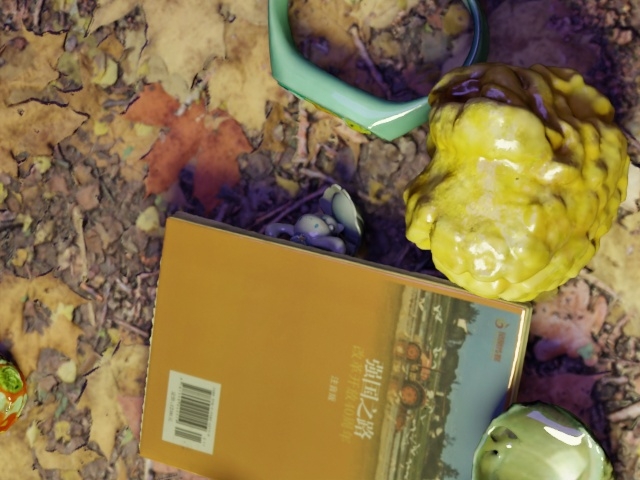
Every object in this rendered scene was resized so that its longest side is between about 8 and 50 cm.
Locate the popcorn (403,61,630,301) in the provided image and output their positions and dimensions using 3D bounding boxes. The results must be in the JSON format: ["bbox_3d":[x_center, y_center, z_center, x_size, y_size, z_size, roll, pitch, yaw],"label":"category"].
[{"bbox_3d":[0.177,-0.060,1.496,0.226,0.203,0.200,-20,48,-6],"label":"popcorn"}]

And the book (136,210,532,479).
[{"bbox_3d":[0.004,0.139,1.607,0.373,0.028,0.263,14,106,19],"label":"book"}]

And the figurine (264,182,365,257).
[{"bbox_3d":[0.000,0.000,1.631,0.086,0.082,0.094,-28,30,-16],"label":"figurine"}]

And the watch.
[{"bbox_3d":[0.048,-0.211,1.646,0.237,0.068,0.195,28,93,18],"label":"watch"}]

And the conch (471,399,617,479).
[{"bbox_3d":[0.197,0.248,1.508,0.176,0.122,0.188,32,88,-14],"label":"conch"}]

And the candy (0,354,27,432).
[{"bbox_3d":[-0.405,0.239,1.762,0.084,0.078,0.288,38,105,15],"label":"candy"}]
